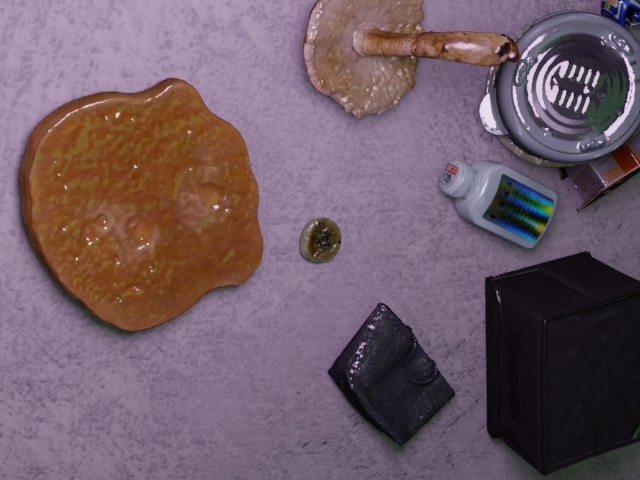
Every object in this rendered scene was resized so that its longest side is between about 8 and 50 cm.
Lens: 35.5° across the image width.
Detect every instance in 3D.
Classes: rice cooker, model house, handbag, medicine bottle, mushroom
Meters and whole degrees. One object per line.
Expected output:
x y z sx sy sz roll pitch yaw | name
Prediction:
0.420 -0.256 1.705 0.316 0.316 0.264 -20 94 -17 | rice cooker
0.552 -0.179 1.877 0.219 0.207 0.136 -33 80 -11 | model house
0.134 0.255 1.858 0.175 0.088 0.270 -45 119 -13 | handbag
0.320 -0.077 1.828 0.229 0.083 0.121 23 95 -30 | medicine bottle
0.122 -0.332 1.555 0.233 0.301 0.208 5 71 -39 | mushroom

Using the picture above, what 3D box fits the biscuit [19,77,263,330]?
-0.276 -0.057 1.576 0.365 0.062 0.385 -25 115 -18 | biscuit

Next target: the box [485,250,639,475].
0.473 0.231 1.928 0.251 0.204 0.345 -13 111 -21 | box

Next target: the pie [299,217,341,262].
0.002 -0.001 1.744 0.084 0.021 0.084 -8 110 -22 | pie

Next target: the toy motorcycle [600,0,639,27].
0.610 -0.440 1.832 0.315 0.113 0.169 13 111 -36 | toy motorcycle
